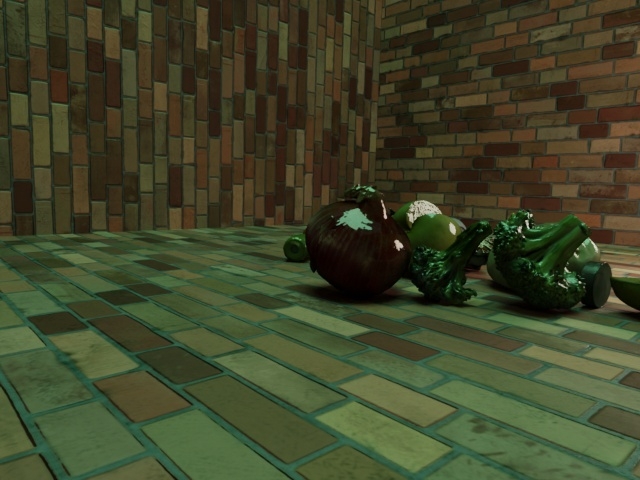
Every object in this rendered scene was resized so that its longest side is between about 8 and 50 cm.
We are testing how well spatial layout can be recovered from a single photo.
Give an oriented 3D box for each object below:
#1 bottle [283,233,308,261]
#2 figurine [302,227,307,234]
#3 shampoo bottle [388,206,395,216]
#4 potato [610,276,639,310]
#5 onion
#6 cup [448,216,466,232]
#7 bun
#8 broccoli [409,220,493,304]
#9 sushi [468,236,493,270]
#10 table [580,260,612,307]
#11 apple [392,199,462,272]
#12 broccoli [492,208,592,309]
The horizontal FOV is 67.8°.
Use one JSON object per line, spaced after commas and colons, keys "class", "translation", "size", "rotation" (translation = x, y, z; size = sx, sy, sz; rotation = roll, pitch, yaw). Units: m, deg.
{"class": "bottle", "translation": [-0.085, 0.026, 2.149], "size": [0.112, 0.111, 0.260], "rotation": [3, 6, 11]}
{"class": "figurine", "translation": [0.000, 0.000, 2.423], "size": [0.247, 0.131, 0.156], "rotation": [10, 14, -41]}
{"class": "shampoo bottle", "translation": [0.219, -0.017, 1.938], "size": [0.071, 0.284, 0.153], "rotation": [42, 23, 24]}
{"class": "potato", "translation": [0.937, 0.157, 1.299], "size": [0.255, 0.111, 0.270], "rotation": [2, 2, 40]}
{"class": "onion", "translation": [0.116, 0.022, 1.486], "size": [0.354, 0.353, 0.353], "rotation": [2, 7, 0]}
{"class": "cup", "translation": [0.535, -0.020, 2.286], "size": [0.213, 0.212, 0.317], "rotation": [-3, 9, -33]}
{"class": "bun", "translation": [0.731, 0.058, 1.603], "size": [0.327, 0.234, 0.362], "rotation": [-5, 1, -13]}
{"class": "broccoli", "translation": [0.388, 0.076, 1.368], "size": [0.275, 0.198, 0.177], "rotation": [-31, -34, 31]}
{"class": "sushi", "translation": [0.604, 0.049, 1.895], "size": [0.124, 0.129, 0.332], "rotation": [8, -13, 10]}
{"class": "table", "translation": [0.806, 0.128, 1.397], "size": [0.134, 0.133, 0.043], "rotation": [-4, 8, -39]}
{"class": "apple", "translation": [0.396, -0.007, 1.816], "size": [0.254, 0.291, 0.292], "rotation": [32, -13, -34]}
{"class": "broccoli", "translation": [0.615, 0.046, 1.346], "size": [0.288, 0.259, 0.235], "rotation": [39, -8, -20]}
